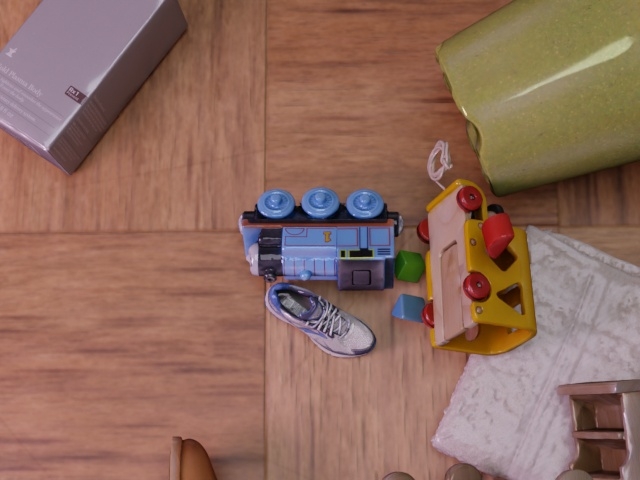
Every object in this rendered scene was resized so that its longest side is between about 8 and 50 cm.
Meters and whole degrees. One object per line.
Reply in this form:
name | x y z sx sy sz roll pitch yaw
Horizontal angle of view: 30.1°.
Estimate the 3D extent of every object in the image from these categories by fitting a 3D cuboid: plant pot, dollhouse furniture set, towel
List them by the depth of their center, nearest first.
dollhouse furniture set | 0.198 0.226 1.146 0.242 0.212 0.161 -3 83 -22
plant pot | 0.270 -0.175 1.279 0.254 0.276 0.276 -22 76 7
towel | 0.256 0.136 1.291 0.187 0.049 0.282 25 78 9

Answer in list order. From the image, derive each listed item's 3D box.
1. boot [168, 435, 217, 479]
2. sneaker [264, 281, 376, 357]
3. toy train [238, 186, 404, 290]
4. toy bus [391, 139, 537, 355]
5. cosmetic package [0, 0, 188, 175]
boot | -0.033 0.315 1.220 0.220 0.109 0.283 -16 74 -4
sneaker | -0.002 0.087 1.304 0.135 0.058 0.052 25 78 7
toy train | 0.000 0.000 1.304 0.184 0.080 0.105 0 52 1
toy bus | 0.171 0.021 1.256 0.104 0.191 0.202 11 108 -23
cosmetic package | -0.275 -0.210 1.367 0.127 0.107 0.238 32 82 12
